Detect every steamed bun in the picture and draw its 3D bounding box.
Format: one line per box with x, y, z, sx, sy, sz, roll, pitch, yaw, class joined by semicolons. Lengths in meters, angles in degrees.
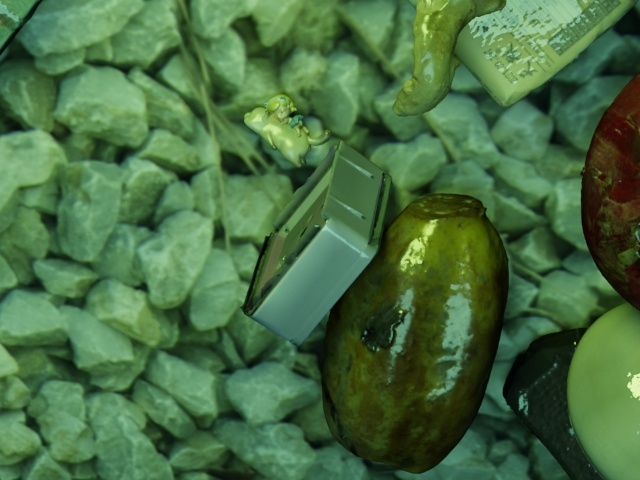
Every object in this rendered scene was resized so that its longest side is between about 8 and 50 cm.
0.366;0.155;1.712;0.232;0.232;0.145;33;143;-7;steamed bun

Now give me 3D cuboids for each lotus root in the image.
0.093;0.088;1.757;0.193;0.193;0.291;18;116;0;lotus root

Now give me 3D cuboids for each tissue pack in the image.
0.177;-0.260;1.636;0.186;0.090;0.222;-41;104;20;tissue pack

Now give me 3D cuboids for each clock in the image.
0.000;-0.001;1.724;0.073;0.193;0.144;35;116;-10;clock

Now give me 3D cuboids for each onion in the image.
0.377;-0.046;1.611;0.276;0.276;0.276;3;115;7;onion

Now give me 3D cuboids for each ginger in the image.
0.144;-0.232;1.568;0.089;0.075;0.288;21;107;-11;ginger

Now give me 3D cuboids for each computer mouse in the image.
0.289;0.194;1.817;0.122;0.073;0.217;-40;80;19;computer mouse

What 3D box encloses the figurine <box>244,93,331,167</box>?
-0.034;-0.117;1.763;0.083;0.047;0.050;39;99;-2;figurine

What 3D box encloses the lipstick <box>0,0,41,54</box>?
-0.306;-0.262;1.714;0.076;0.077;0.290;37;113;-9;lipstick
